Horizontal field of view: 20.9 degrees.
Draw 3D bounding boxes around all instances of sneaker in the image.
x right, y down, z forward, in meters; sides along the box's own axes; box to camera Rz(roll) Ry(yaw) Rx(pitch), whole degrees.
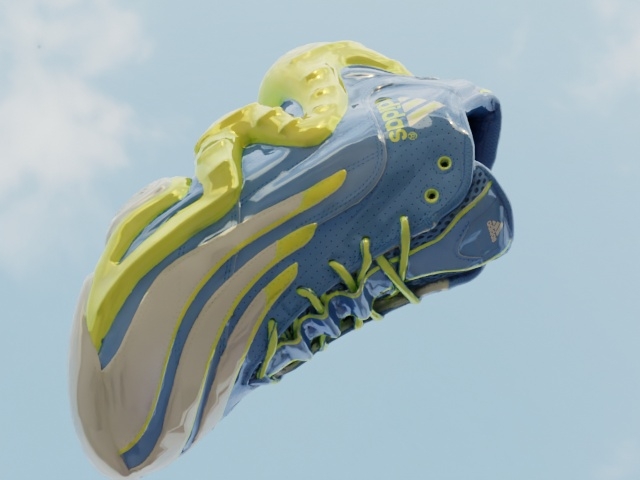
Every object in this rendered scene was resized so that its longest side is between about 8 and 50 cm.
[{"bbox_3d":[0.000,0.000,0.679,0.126,0.240,0.091,4,-45,29],"label":"sneaker"}]
